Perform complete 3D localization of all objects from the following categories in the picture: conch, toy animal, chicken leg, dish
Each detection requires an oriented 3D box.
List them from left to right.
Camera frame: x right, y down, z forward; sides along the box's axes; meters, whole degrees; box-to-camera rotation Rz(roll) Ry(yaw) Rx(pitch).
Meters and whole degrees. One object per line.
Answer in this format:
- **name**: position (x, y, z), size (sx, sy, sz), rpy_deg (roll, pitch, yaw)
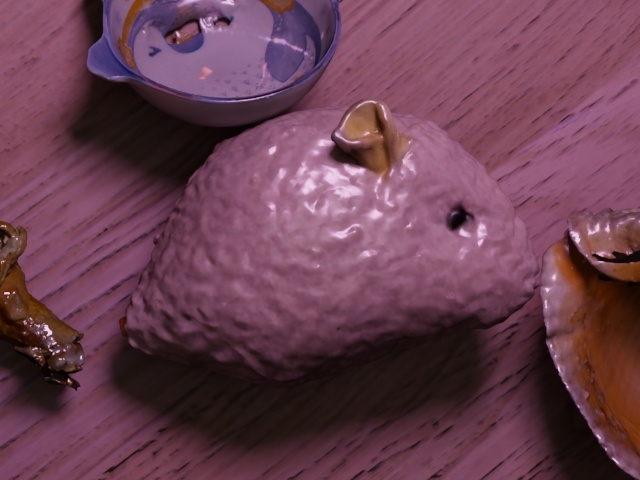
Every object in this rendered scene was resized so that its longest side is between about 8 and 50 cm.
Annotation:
- **chicken leg**: position (-0.283, 0.038, 1.585), size (0.228, 0.088, 0.103), rpy_deg (34, 66, -8)
- **dish**: position (-0.089, -0.174, 1.625), size (0.236, 0.086, 0.228), rpy_deg (-3, 50, -8)
- **toy animal**: position (-0.007, 0.002, 1.593), size (0.358, 0.188, 0.226), rpy_deg (-17, 98, -5)
- **conch**: position (0.364, 0.094, 1.677), size (0.352, 0.210, 0.297), rpy_deg (20, 84, 10)
